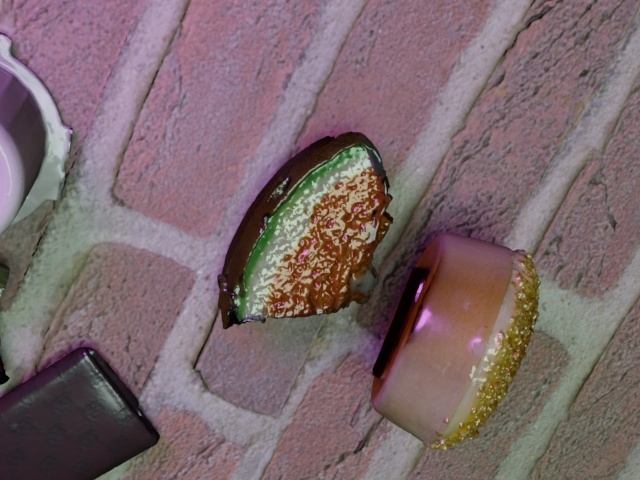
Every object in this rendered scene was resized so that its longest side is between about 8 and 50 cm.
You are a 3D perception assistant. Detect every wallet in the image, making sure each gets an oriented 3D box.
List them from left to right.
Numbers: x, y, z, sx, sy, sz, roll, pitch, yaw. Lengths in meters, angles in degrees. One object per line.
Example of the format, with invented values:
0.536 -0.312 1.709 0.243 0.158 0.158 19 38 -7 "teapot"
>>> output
-0.360 0.265 1.217 0.229 0.049 0.182 -32 112 0 "wallet"

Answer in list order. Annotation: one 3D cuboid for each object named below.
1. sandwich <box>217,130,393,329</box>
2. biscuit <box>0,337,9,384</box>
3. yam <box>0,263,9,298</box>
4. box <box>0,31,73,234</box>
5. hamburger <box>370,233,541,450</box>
-0.004 -0.012 1.186 0.212 0.109 0.292 14 106 -24 "sandwich"
-0.519 0.141 1.127 0.235 0.063 0.151 -17 111 -16 "biscuit"
-0.470 0.040 1.088 0.169 0.068 0.068 16 103 -24 "yam"
-0.440 -0.087 0.997 0.291 0.206 0.262 -30 113 -2 "box"
0.183 0.130 1.180 0.170 0.302 0.302 23 102 0 "hamburger"
